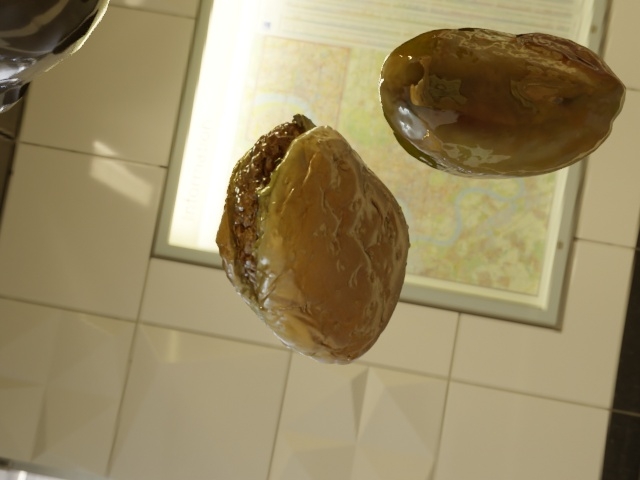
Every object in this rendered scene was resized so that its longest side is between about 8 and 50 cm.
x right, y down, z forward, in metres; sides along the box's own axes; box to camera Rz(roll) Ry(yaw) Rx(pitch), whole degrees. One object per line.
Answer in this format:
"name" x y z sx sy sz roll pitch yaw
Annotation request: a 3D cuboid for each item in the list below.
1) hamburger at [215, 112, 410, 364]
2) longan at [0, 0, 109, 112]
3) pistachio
"hamburger" 0.000 0.001 0.938 0.283 0.144 0.260 43 -121 -39
"longan" -0.192 -0.141 0.359 0.189 0.189 0.189 10 -90 -87
"pistachio" 0.128 -0.099 0.584 0.100 0.189 0.110 -119 31 -61
